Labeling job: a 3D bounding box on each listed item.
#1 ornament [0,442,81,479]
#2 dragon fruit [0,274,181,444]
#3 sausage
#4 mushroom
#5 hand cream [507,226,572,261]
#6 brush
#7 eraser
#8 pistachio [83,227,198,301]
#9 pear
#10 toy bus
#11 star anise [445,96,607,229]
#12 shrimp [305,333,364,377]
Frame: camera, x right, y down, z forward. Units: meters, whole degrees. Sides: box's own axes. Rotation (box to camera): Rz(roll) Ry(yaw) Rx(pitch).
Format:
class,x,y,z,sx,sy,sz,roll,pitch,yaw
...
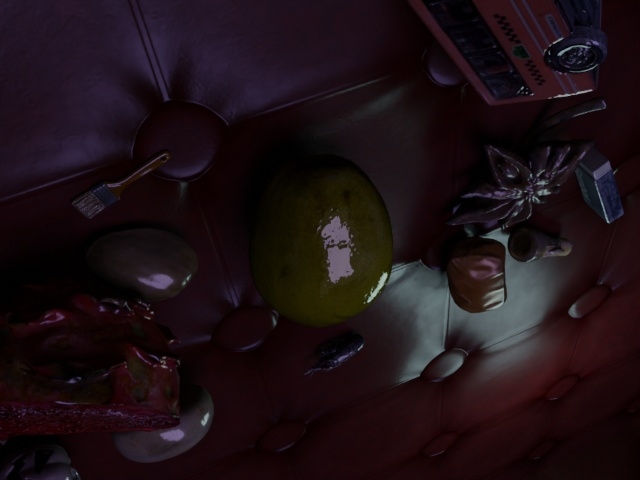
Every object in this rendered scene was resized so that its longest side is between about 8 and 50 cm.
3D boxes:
class,x,y,z,sx,sy,sz,roll,pitch,yaw
ornament,-0.571,0.504,1.280,0.177,0.178,0.178,-16,136,-16
dragon fruit,-0.389,0.193,1.012,0.370,0.249,0.386,-11,156,26
sausage,0.365,0.084,1.446,0.136,0.120,0.241,-4,140,20
mushroom,-0.335,0.348,1.279,0.206,0.209,0.206,-43,177,-2
hand cream,0.540,0.015,1.519,0.203,0.084,0.084,5,128,-41
brush,-0.306,-0.091,0.977,0.169,0.014,0.043,-33,137,0
eraser,0.620,-0.130,1.410,0.046,0.092,0.212,-37,136,8
pistachio,-0.296,0.041,1.043,0.185,0.108,0.126,6,102,-25
pear,0.000,0.000,1.070,0.252,0.253,0.307,-15,120,-16
toy bus,0.236,-0.373,0.846,0.232,0.203,0.427,-6,154,38
star anise,0.411,-0.139,1.272,0.292,0.109,0.350,-20,148,-23
shrimp,0.031,0.273,1.486,0.165,0.065,0.057,-25,106,1
